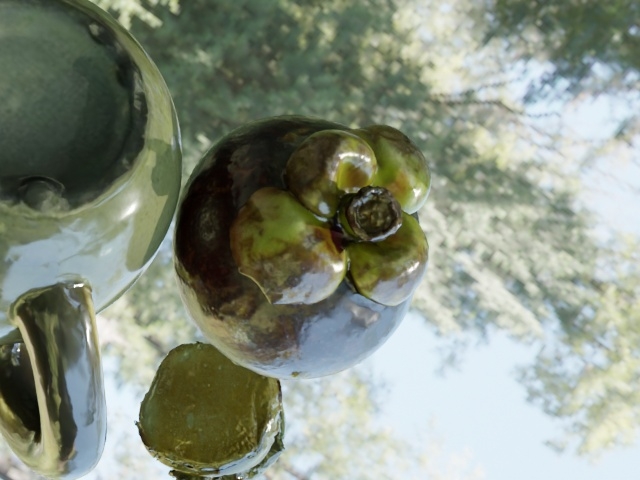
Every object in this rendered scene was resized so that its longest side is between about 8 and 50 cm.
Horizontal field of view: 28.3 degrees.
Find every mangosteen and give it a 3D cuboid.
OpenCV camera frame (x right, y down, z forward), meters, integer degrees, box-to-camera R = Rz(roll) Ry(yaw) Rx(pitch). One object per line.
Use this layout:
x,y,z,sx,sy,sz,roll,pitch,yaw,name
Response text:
0.000,0.000,0.888,0.217,0.192,0.192,-13,-134,56,mangosteen

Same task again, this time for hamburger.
-0.114,0.200,1.348,0.131,0.159,0.184,94,16,-65,hamburger

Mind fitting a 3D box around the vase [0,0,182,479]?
-0.221,0.009,0.875,0.302,0.241,0.329,-42,-115,57,vase
